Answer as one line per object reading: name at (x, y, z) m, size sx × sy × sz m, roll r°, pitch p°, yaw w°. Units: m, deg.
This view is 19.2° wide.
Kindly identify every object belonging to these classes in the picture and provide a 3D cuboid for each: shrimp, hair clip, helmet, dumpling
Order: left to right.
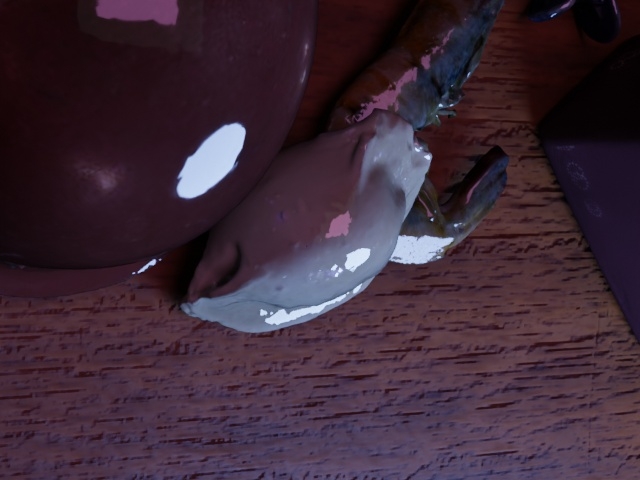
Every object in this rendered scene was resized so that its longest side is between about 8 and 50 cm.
helmet at (-0.130, -0.123, 1.104) m, size 0.337 × 0.230 × 0.385 m, roll -16°, pitch 109°, yaw -25°
dumpling at (-0.003, -0.001, 1.320) m, size 0.155 × 0.181 × 0.111 m, roll 37°, pitch 37°, yaw -49°
shrimp at (0.107, -0.112, 1.431) m, size 0.296 × 0.058 × 0.169 m, roll -54°, pitch 126°, yaw -17°
hair clip at (0.217, -0.301, 1.508) m, size 0.083 × 0.048 × 0.275 m, roll 10°, pitch 85°, yaw -33°

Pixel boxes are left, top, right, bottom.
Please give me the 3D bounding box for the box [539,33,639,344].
box at (0.318, -0.032, 1.522) m, size 0.193 × 0.167 × 0.294 m, roll -42°, pitch 116°, yaw -30°
